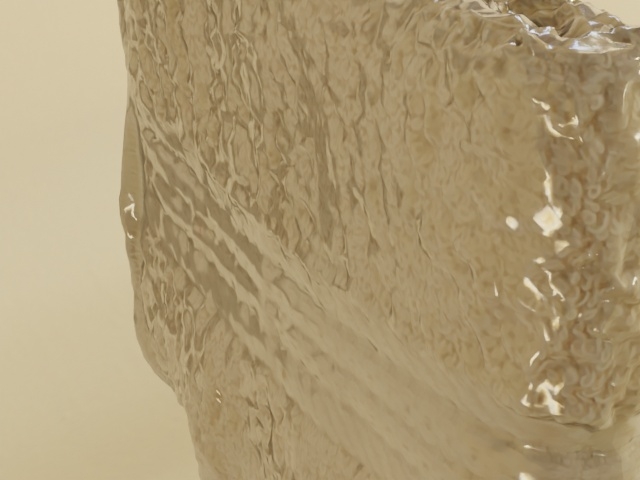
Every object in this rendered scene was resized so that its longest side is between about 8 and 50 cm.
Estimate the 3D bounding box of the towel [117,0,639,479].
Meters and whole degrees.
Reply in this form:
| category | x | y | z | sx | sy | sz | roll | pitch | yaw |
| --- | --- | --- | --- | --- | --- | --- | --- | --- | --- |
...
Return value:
| category | x | y | z | sx | sy | sz | roll | pitch | yaw |
| --- | --- | --- | --- | --- | --- | --- | --- | --- | --- |
| towel | 0.000 | 0.000 | 0.470 | 0.049 | 0.282 | 0.187 | -11 | -66 | -21 |
